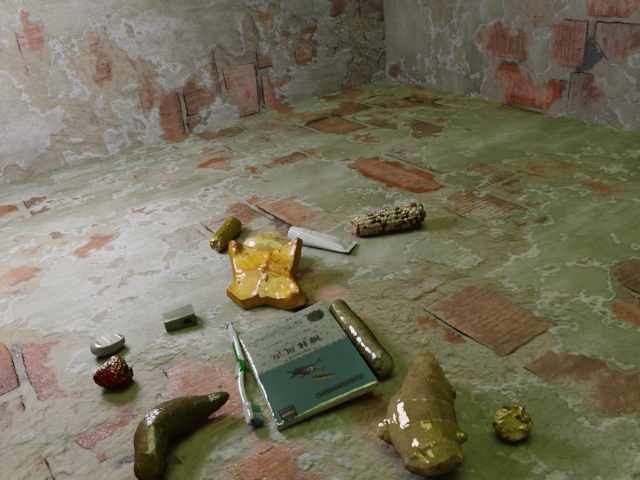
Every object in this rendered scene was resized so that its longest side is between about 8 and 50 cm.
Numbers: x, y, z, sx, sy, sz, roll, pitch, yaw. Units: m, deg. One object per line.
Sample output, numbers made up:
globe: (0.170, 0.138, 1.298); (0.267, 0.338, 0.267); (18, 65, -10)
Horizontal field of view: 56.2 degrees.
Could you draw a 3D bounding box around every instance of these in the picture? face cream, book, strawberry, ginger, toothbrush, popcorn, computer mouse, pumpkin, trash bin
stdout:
face cream: (0.000, 0.000, 2.108); (0.243, 0.058, 0.092); (12, 28, 19)
book: (-0.044, 0.305, 1.539); (0.264, 0.031, 0.379); (-22, 31, -12)
strawberry: (-0.534, 0.343, 1.540); (0.096, 0.083, 0.083); (-15, 28, 0)
ginger: (0.227, 0.369, 1.307); (0.190, 0.126, 0.354); (-7, 23, 20)
toothbrush: (-0.210, 0.327, 1.542); (0.040, 0.042, 0.418); (16, 20, -26)
popcorn: (0.409, 0.387, 1.281); (0.082, 0.083, 0.057); (-25, -2, 9)
computer mouse: (-0.595, 0.295, 1.679); (0.096, 0.039, 0.066); (-20, 31, -40)
pumpkin: (-0.166, 0.108, 1.854); (0.258, 0.095, 0.290); (-8, 44, 4)
trash bin: (-0.415, 0.230, 1.767); (0.092, 0.043, 0.061); (-17, 30, -14)

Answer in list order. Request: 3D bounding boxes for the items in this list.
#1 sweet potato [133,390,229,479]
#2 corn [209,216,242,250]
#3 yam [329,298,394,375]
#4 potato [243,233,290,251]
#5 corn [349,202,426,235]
sweet potato: (-0.340, 0.423, 1.334); (0.124, 0.098, 0.310); (29, 37, 14)
corn: (-0.345, -0.026, 2.200); (0.068, 0.068, 0.207); (3, 29, 15)
yam: (0.103, 0.252, 1.595); (0.071, 0.067, 0.317); (24, 11, -29)
potato: (-0.174, 0.032, 2.019); (0.178, 0.109, 0.118); (8, 10, 14)
corn: (0.244, -0.074, 2.155); (0.280, 0.092, 0.092); (-12, 29, -8)
